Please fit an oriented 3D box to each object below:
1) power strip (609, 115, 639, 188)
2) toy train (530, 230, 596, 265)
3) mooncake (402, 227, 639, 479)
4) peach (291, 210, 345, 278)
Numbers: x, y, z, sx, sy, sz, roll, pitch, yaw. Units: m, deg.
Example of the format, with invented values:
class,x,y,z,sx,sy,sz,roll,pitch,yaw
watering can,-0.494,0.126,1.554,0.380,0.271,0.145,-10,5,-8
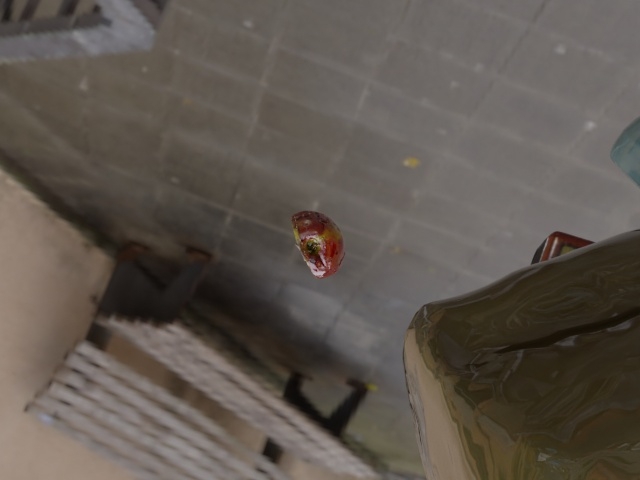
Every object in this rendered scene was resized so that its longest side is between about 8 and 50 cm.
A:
class,x,y,z,sx,sy,sz,roll,pitch,yaw
power strip,0.330,-0.030,1.099,0.253,0.054,0.167,26,-159,-43
toy train,0.303,0.137,1.365,0.232,0.369,0.163,19,168,10
mooncake,0.225,0.224,0.853,0.262,0.467,0.467,-14,158,-2
peach,0.000,0.000,1.452,0.077,0.050,0.083,64,-178,-4
